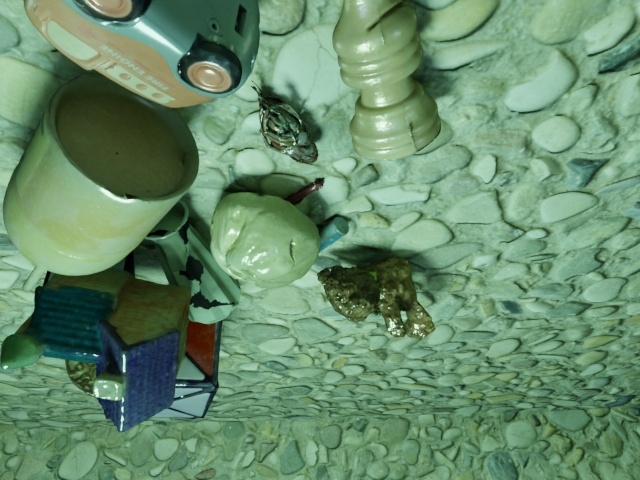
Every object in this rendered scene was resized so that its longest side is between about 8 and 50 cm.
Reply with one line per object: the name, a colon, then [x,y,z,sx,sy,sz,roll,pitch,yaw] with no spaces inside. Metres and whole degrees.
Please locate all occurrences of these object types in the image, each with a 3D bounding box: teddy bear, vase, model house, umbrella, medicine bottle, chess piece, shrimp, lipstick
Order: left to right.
medicine bottle: [-0.412,-0.072,0.885,0.236,0.235,0.406,24,138,-33]
model house: [-0.436,0.218,1.007,0.313,0.280,0.245,11,114,-9]
vase: [-0.301,0.056,1.174,0.165,0.164,0.360,-5,142,6]
shrimp: [-0.064,-0.197,0.860,0.073,0.074,0.190,14,150,42]
umbrella: [-0.057,-0.087,1.066,0.165,0.025,0.027,-27,121,31]
lipstick: [0.000,0.000,1.179,0.048,0.048,0.158,23,140,-32]
chess piece: [0.083,-0.263,0.734,0.139,0.124,0.307,19,154,32]
teddy bear: [0.147,0.164,1.279,0.223,0.246,0.296,-29,135,-6]

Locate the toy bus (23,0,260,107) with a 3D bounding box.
toy bus: [-0.220,-0.289,0.617,0.232,0.193,0.288,-11,153,40]

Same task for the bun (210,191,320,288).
bun: [-0.124,0.018,1.077,0.260,0.159,0.259,9,154,4]

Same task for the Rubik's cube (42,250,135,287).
Rubik's cube: [-0.563,0.118,1.234,0.180,0.167,0.183,8,147,-15]

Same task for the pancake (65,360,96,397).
pancake: [-0.629,0.360,1.552,0.288,0.286,0.033,-29,166,-46]

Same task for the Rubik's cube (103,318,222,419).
Rubik's cube: [-0.447,0.324,1.441,0.307,0.304,0.310,7,143,-17]
